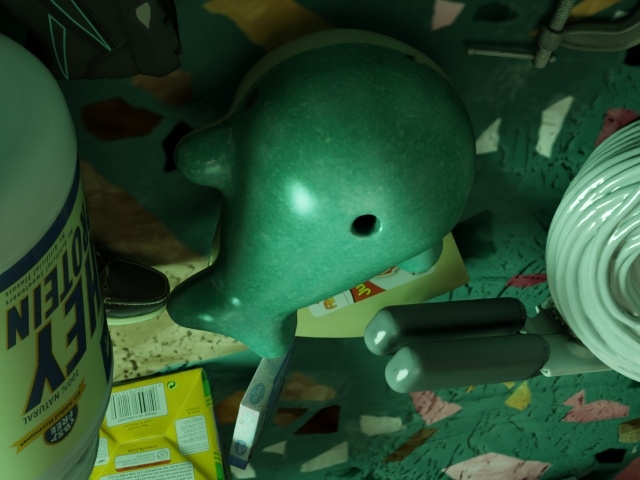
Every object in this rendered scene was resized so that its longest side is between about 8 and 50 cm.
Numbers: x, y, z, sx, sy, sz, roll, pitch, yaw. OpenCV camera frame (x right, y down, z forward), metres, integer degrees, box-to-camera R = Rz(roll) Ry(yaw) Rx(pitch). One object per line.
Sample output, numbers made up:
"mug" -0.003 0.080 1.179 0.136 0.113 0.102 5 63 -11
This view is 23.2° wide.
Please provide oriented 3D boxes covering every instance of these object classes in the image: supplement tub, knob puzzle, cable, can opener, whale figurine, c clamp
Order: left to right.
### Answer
"supplement tub" -0.259 0.042 1.004 0.235 0.235 0.325 -8 139 -6
"whale figurine" -0.004 -0.012 1.090 0.216 0.141 0.272 24 118 -24
"knob puzzle" 0.000 0.000 1.207 0.213 0.030 0.213 -5 127 -7
"can opener" 0.145 0.093 1.288 0.280 0.074 0.093 2 137 -46
"c clamp" 0.193 -0.176 1.073 0.137 0.022 0.161 4 137 -22
"cable" 0.306 0.012 1.230 0.257 0.089 0.257 36 133 -20

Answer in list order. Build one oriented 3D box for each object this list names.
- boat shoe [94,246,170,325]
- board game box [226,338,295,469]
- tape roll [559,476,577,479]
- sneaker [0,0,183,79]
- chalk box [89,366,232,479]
"boat shoe" -0.183 0.028 1.187 0.152 0.056 0.049 7 142 -23
"board game box" -0.050 0.136 1.332 0.020 0.090 0.090 20 139 6
"tape roll" 0.215 0.378 1.579 0.169 0.246 0.246 -17 141 3
"sneaker" -0.154 -0.183 0.905 0.106 0.101 0.267 -12 141 2
"chalk box" -0.143 0.233 1.388 0.132 0.132 0.213 -11 141 -2
